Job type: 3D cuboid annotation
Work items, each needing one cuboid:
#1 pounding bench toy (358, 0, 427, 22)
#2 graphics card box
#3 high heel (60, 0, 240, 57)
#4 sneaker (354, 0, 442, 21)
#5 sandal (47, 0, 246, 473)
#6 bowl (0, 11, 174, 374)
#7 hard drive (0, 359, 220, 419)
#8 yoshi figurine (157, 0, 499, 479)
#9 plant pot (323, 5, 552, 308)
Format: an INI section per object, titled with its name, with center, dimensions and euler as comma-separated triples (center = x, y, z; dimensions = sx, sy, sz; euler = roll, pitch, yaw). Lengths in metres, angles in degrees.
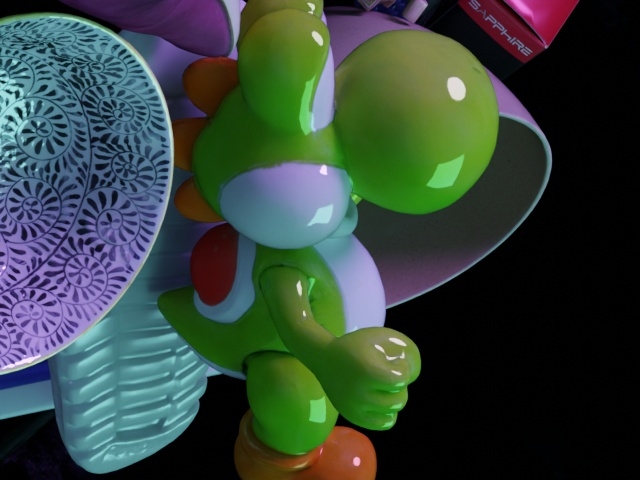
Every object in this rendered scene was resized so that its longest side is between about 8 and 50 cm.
[pounding bench toy]
center = 0.059, -0.211, 0.937
dimensions = 0.052, 0.083, 0.065
euler = -42, 177, 24
[graphics card box]
center = 0.154, -0.228, 1.197
dimensions = 0.233, 0.094, 0.371
euler = -55, -169, -27
[high heel]
center = -0.093, -0.128, 0.551
dimensions = 0.117, 0.082, 0.244
euler = -2, -171, -10
[sneaker]
center = 0.119, -0.271, 0.994
dimensions = 0.232, 0.081, 0.090
euler = -38, -171, 41
[sandal]
center = -0.145, 0.004, 0.825
dimensions = 0.169, 0.102, 0.416
euler = -18, 137, -40
[bowl]
center = -0.157, -0.031, 0.536
dimensions = 0.170, 0.080, 0.170
euler = -30, 132, -38
[hard drive]
center = -0.211, 0.110, 1.061
dimensions = 0.318, 0.040, 0.210
euler = -12, -175, -2
[yoshi figurine]
center = 0.026, 0.007, 0.755
dimensions = 0.203, 0.203, 0.362
euler = -30, 138, -29
[plant pot]
center = 0.026, -0.085, 0.983
dimensions = 0.284, 0.191, 0.284
euler = -17, 150, -10
